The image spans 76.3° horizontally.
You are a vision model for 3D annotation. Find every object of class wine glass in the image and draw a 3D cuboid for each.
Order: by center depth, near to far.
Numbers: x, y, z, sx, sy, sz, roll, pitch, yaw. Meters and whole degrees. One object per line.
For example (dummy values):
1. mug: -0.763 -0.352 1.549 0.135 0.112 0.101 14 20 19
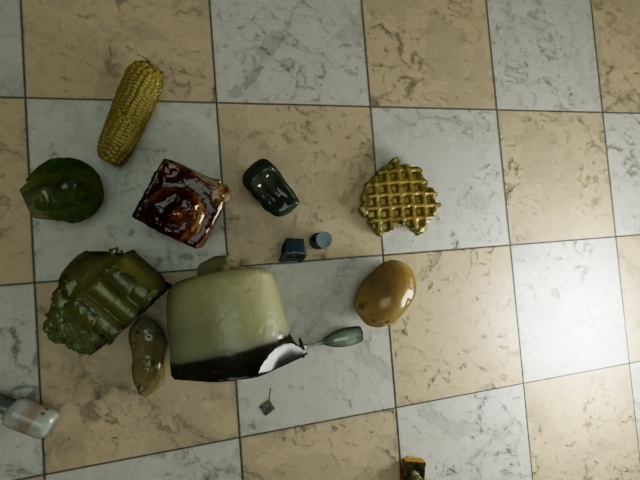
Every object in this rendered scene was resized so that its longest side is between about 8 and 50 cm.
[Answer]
1. wine glass: 0.035 0.309 1.252 0.198 0.066 0.066 -8 89 -17

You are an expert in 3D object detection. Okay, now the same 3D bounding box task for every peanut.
1. peanut: -0.463 0.311 1.098 0.100 0.099 0.213 -1 87 -15

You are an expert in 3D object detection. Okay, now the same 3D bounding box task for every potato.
1. potato: 0.211 0.168 1.276 0.234 0.146 0.150 -47 129 -14

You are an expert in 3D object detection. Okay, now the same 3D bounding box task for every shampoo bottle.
1. shampoo bottle: -0.766 0.429 1.020 0.192 0.074 0.074 28 80 -10

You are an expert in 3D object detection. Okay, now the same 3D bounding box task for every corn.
1. corn: -0.522 -0.350 1.118 0.106 0.106 0.305 21 82 -13

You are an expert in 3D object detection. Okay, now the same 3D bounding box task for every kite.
1. kite: -0.162 0.483 1.217 0.044 0.002 0.078 -11 91 -16

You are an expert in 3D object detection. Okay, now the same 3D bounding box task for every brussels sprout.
1. brussels sprout: -0.663 -0.130 1.051 0.181 0.144 0.161 -11 124 -27

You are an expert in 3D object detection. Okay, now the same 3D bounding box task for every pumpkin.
1. pumpkin: 0.296 0.741 1.300 0.074 0.054 0.083 5 90 -10

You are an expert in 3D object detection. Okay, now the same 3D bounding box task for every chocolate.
1. chocolate: -0.234 0.187 1.050 0.314 0.326 0.296 -2 89 -59

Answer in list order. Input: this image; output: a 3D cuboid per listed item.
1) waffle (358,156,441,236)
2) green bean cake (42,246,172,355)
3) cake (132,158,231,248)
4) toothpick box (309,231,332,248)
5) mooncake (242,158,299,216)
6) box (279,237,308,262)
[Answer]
1. waffle: 0.265 -0.125 1.345 0.291 0.051 0.291 1 84 -13
2. green bean cake: -0.538 0.144 0.977 0.285 0.310 0.202 -46 101 -15
3. cake: -0.355 -0.099 1.053 0.196 0.293 0.198 29 84 -12
4. toothpick box: 0.000 0.000 1.248 0.052 0.083 0.052 1 86 -15
5. mooncake: -0.143 -0.149 1.178 0.104 0.168 0.175 -42 82 -12
6. box: -0.083 0.030 1.221 0.074 0.099 0.054 0 72 -16
